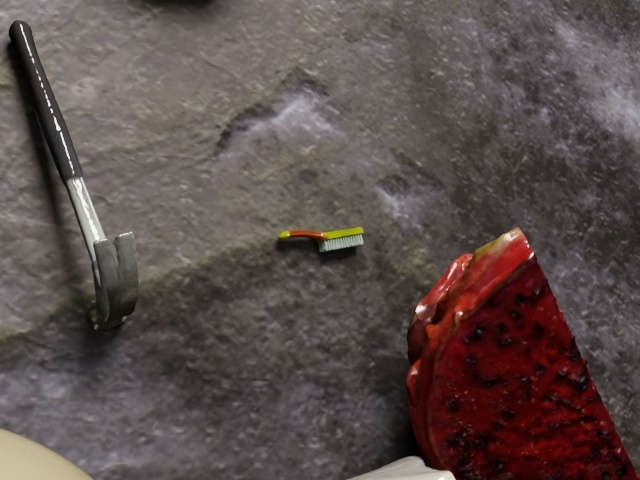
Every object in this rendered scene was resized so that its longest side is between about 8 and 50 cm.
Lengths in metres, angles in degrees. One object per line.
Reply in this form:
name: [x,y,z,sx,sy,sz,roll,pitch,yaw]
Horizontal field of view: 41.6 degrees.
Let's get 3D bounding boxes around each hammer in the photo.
hammer: [-0.186,-0.060,0.619,0.029,0.103,0.246,-16,76,-27]

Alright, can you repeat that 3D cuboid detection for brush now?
brush: [0.000,0.000,0.742,0.083,0.019,0.021,-3,86,-32]

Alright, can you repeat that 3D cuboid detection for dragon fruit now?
dragon fruit: [0.156,0.126,0.732,0.317,0.152,0.205,60,13,-18]

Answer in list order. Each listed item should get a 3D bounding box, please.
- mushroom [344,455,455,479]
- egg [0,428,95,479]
mushroom: [0.071,0.359,0.585,0.126,0.177,0.397,-8,80,-9]
egg: [-0.200,0.200,0.466,0.242,0.186,0.186,36,60,-7]
